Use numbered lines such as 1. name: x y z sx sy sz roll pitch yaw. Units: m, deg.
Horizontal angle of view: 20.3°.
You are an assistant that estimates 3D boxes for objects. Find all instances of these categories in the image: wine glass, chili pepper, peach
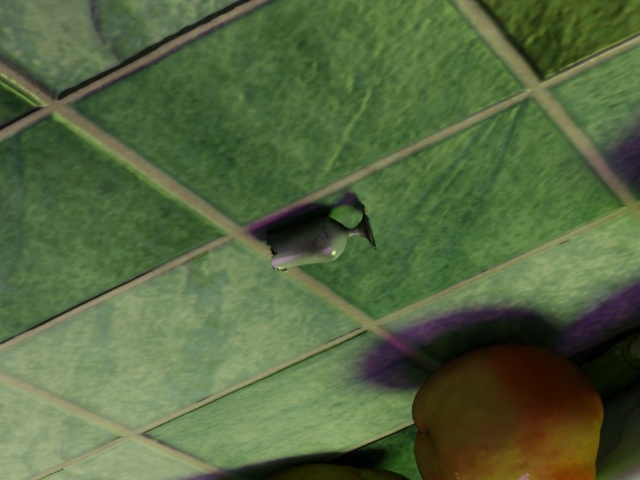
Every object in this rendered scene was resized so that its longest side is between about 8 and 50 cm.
1. wine glass: 0.000 0.000 1.356 0.083 0.042 0.039 -16 115 5
2. chili pepper: 0.254 0.154 1.774 0.052 0.050 0.202 25 131 -31
3. peach: 0.170 0.181 1.639 0.184 0.184 0.184 -13 153 -7

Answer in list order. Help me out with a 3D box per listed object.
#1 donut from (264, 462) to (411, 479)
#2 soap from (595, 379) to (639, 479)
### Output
1. donut: 0.013 0.335 1.811 0.261 0.208 0.128 8 160 -16
2. soap: 0.342 0.197 1.729 0.115 0.208 0.347 46 125 -11
